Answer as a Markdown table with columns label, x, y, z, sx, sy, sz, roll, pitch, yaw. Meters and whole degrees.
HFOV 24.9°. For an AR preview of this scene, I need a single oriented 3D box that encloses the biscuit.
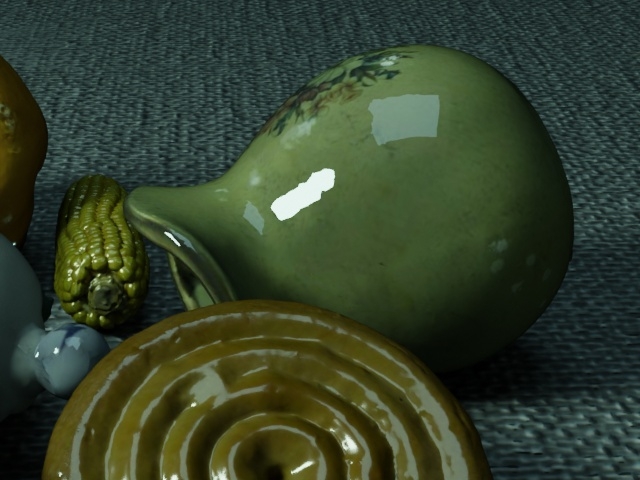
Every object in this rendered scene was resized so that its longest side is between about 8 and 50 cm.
| label | x | y | z | sx | sy | sz | roll | pitch | yaw |
| --- | --- | --- | --- | --- | --- | --- | --- | --- | --- |
| biscuit | -0.025 | 0.136 | 0.807 | 0.261 | 0.037 | 0.262 | 7 | 51 | -8 |

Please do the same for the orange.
| label | x | y | z | sx | sy | sz | roll | pitch | yaw |
| --- | --- | --- | --- | --- | --- | --- | --- | --- | --- |
| orange | -0.325 | -0.071 | 1.227 | 0.183 | 0.249 | 0.249 | 4 | 17 | -35 |

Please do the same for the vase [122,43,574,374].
| label | x | y | z | sx | sy | sz | roll | pitch | yaw |
| --- | --- | --- | --- | --- | --- | --- | --- | --- | --- |
| vase | 0.000 | 0.000 | 1.085 | 0.302 | 0.241 | 0.329 | -23 | 9 | -17 |

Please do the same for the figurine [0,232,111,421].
| label | x | y | z | sx | sy | sz | roll | pitch | yaw |
| --- | --- | --- | --- | --- | --- | --- | --- | --- | --- |
| figurine | -0.260 | 0.091 | 0.886 | 0.261 | 0.186 | 0.382 | 6 | 16 | -9 |

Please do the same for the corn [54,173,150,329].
| label | x | y | z | sx | sy | sz | roll | pitch | yaw |
| --- | --- | --- | --- | --- | --- | --- | --- | --- | --- |
| corn | -0.184 | 0.001 | 1.224 | 0.080 | 0.080 | 0.231 | -3 | 22 | -7 |
